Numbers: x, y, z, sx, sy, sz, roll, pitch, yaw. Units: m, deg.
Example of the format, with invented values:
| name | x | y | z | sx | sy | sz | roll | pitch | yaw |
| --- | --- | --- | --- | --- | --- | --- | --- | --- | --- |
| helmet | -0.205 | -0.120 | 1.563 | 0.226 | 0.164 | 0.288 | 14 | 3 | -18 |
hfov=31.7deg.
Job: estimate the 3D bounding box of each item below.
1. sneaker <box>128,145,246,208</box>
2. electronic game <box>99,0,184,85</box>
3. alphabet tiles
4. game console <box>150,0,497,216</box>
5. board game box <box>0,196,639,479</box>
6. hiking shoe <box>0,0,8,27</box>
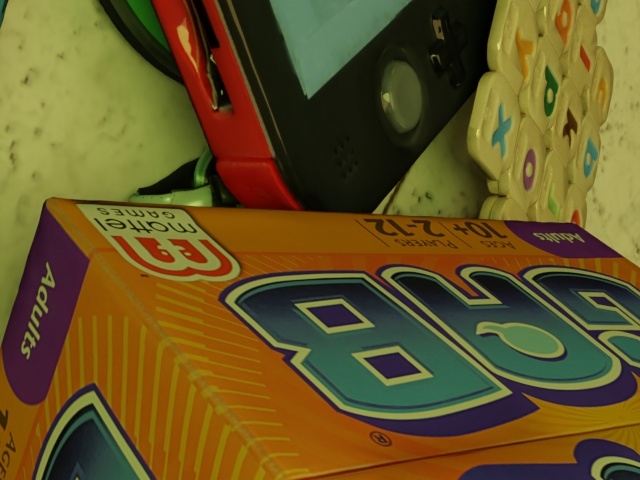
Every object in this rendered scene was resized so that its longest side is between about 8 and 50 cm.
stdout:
| name | x | y | z | sx | sy | sz | roll | pitch | yaw |
| --- | --- | --- | --- | --- | --- | --- | --- | --- | --- |
| sneaker | 0.000 | 0.000 | 0.678 | 0.256 | 0.094 | 0.151 | -16 | 104 | -41 |
| electronic game | -0.041 | -0.195 | 0.642 | 0.229 | 0.048 | 0.229 | -8 | 101 | -41 |
| alphabet tiles | 0.159 | -0.095 | 0.796 | 0.278 | 0.021 | 0.284 | 32 | 69 | -60 |
| game console | 0.007 | -0.234 | 0.601 | 0.342 | 0.060 | 0.386 | -45 | 124 | -43 |
| board game box | 0.058 | 0.225 | 0.511 | 0.356 | 0.356 | 0.356 | 1 | 120 | -41 |
| hiking shoe | -0.159 | -0.146 | 0.487 | 0.113 | 0.132 | 0.304 | 26 | 79 | -41 |
